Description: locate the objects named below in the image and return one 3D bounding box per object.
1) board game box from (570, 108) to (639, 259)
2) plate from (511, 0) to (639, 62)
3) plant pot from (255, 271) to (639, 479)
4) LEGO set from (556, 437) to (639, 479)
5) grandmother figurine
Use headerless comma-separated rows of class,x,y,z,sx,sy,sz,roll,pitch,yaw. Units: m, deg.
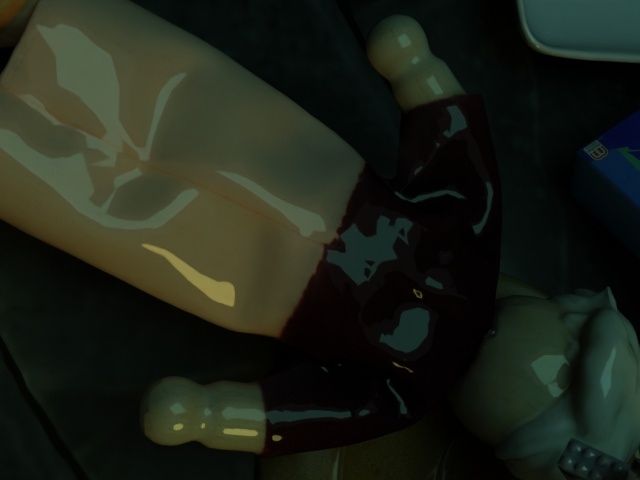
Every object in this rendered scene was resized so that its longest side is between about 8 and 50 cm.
board game box,0.260,-0.009,0.612,0.160,0.047,0.210,-33,61,-14
plate,0.206,-0.226,0.730,0.277,0.045,0.278,1,75,-29
plant pot,0.082,0.122,0.572,0.236,0.032,0.236,8,73,-26
LEGO set,0.131,0.230,0.406,0.331,0.255,0.192,-51,143,-8
grandmother figurine,0.000,0.000,0.505,0.342,0.104,0.207,32,87,-10
